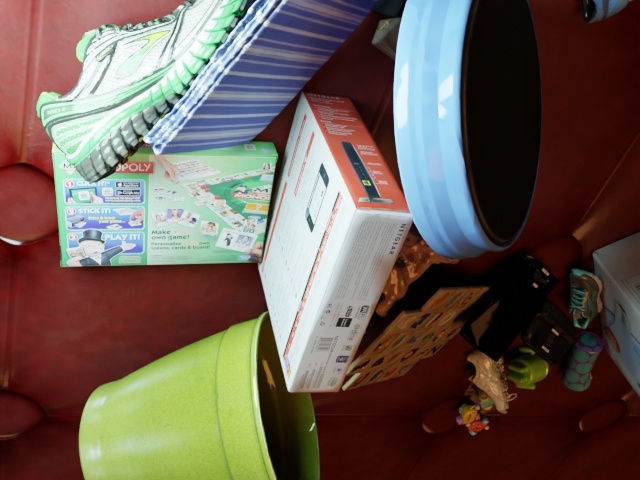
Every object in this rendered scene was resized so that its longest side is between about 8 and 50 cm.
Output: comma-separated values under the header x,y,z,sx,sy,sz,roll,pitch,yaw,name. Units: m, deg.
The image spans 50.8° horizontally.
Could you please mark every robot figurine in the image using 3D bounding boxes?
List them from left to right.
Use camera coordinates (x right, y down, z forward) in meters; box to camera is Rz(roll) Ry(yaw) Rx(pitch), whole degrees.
x,y,z,sx,sy,sz,roll,pitch,yaw,name
0.475,0.292,1.536,0.115,0.067,0.101,-7,101,-39,robot figurine

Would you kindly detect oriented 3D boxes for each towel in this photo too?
x,y,z,sx,sy,sz,roll,pitch,yaw,name
-0.055,-0.237,0.846,0.336,0.040,0.243,-43,171,26,towel

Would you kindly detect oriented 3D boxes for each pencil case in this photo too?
x,y,z,sx,sy,sz,roll,pitch,yaw,name
0.618,0.285,1.588,0.070,0.064,0.151,0,131,3,pencil case

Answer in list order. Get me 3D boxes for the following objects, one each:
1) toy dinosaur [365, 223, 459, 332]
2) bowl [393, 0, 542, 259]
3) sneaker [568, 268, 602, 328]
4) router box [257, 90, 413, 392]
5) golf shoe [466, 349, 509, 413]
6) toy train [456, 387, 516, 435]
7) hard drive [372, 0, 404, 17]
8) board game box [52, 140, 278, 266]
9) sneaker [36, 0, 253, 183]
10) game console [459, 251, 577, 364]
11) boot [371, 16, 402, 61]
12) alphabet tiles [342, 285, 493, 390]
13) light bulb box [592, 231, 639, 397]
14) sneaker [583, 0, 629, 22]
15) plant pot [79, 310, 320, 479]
x,y,z,sx,sy,sz,roll,pitch,yaw,name
0.083,0.049,1.173,0.296,0.127,0.200,-13,132,-8,toy dinosaur
0.211,-0.169,0.879,0.077,0.391,0.391,2,141,32,bowl
0.552,0.127,1.415,0.076,0.065,0.166,-54,134,-23,sneaker
0.000,0.000,0.991,0.082,0.301,0.335,4,128,-20,router box
0.380,0.316,1.530,0.086,0.069,0.176,-11,110,16,golf shoe
0.391,0.405,1.635,0.125,0.046,0.166,13,124,-35,toy train
0.085,-0.371,0.889,0.094,0.022,0.135,8,126,-23,hard drive
-0.237,-0.055,1.040,0.317,0.046,0.213,-1,128,-17,board game box
-0.217,-0.232,0.840,0.343,0.134,0.146,-43,102,5,sneaker
0.445,0.181,1.424,0.361,0.044,0.213,36,92,-41,game console
0.141,-0.292,0.969,0.106,0.037,0.114,-42,124,16,boot
0.192,0.186,1.308,0.342,0.011,0.285,3,133,-54,alphabet tiles
0.753,0.208,1.369,0.225,0.358,0.361,-23,131,5,light bulb box
0.371,-0.391,0.933,0.082,0.069,0.209,-31,132,15,sneaker
-0.219,0.341,1.213,0.353,0.366,0.366,-13,133,9,plant pot
